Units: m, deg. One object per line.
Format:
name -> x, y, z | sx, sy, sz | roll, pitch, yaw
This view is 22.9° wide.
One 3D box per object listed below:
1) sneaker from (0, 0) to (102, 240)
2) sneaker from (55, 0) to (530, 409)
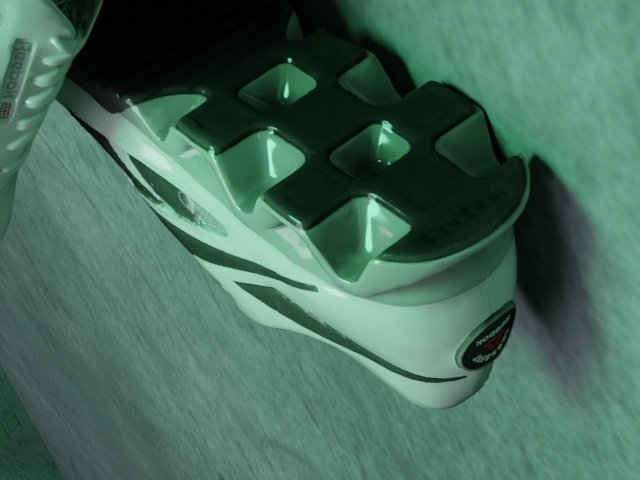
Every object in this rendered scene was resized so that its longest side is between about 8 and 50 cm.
sneaker -> -0.135, -0.075, 0.625 | 0.235, 0.095, 0.090 | 96, -179, -46
sneaker -> -0.040, -0.040, 0.714 | 0.330, 0.122, 0.146 | 45, 156, 36
